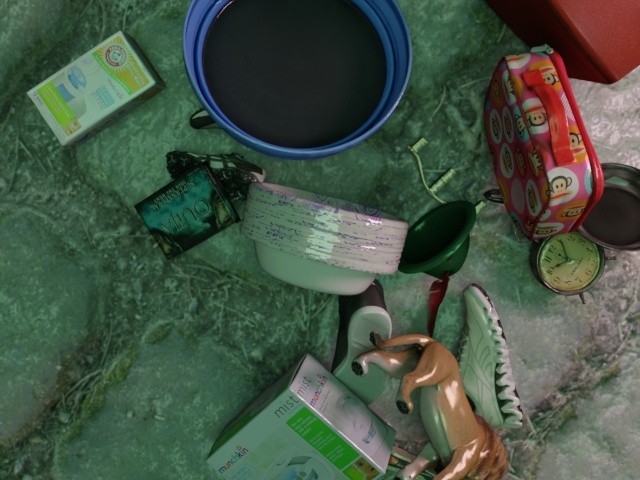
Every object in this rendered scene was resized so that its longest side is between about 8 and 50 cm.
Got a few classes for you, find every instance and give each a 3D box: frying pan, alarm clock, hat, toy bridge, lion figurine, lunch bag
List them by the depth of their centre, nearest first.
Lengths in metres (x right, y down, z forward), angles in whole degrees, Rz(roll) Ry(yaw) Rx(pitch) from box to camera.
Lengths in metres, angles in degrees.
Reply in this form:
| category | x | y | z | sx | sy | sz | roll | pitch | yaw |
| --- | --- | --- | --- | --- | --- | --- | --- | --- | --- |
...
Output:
| category | x | y | z | sx | sy | sz | roll | pitch | yaw |
| --- | --- | --- | --- | --- | --- | --- | --- | --- | --- |
| lunch bag | 0.366 | -0.168 | 1.236 | 0.120 | 0.258 | 0.293 | -12 | 69 | 0 |
| lion figurine | 0.213 | 0.301 | 1.304 | 0.240 | 0.142 | 0.392 | -24 | 104 | -39 |
| frying pan | 0.482 | -0.041 | 1.343 | 0.326 | 0.053 | 0.197 | -15 | 58 | -6 |
| hat | 0.254 | 0.051 | 1.372 | 0.183 | 0.208 | 0.173 | 45 | 55 | -21 |
| toy bridge | 0.228 | -0.111 | 1.392 | 0.063 | 0.026 | 0.188 | -44 | 97 | 6 |
| alarm clock | 0.448 | 0.025 | 1.393 | 0.192 | 0.064 | 0.129 | 32 | 96 | -7 |

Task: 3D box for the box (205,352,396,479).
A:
| category | x | y | z | sx | sy | sz | roll | pitch | yaw |
| --- | --- | --- | --- | --- | --- | --- | --- | --- | --- |
| box | -0.036 | 0.378 | 1.364 | 0.231 | 0.127 | 0.262 | 43 | 118 | -6 |

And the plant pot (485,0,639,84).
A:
| category | x | y | z | sx | sy | sz | roll | pitch | yaw |
| --- | --- | --- | --- | --- | --- | --- | --- | --- | --- |
| plant pot | 0.472 | -0.419 | 1.254 | 0.267 | 0.267 | 0.236 | -38 | 108 | 4 |

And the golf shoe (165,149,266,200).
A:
| category | x | y | z | sx | sy | sz | roll | pitch | yaw |
| --- | --- | --- | --- | --- | --- | --- | --- | --- | --- |
| golf shoe | -0.194 | -0.127 | 1.371 | 0.198 | 0.094 | 0.077 | 20 | 122 | 20 |

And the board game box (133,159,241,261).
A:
| category | x | y | z | sx | sy | sz | roll | pitch | yaw |
| --- | --- | --- | --- | --- | --- | --- | --- | --- | --- |
| board game box | -0.245 | -0.051 | 1.354 | 0.186 | 0.026 | 0.126 | -27 | 97 | 32 |

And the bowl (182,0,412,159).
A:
| category | x | y | z | sx | sy | sz | roll | pitch | yaw |
| --- | --- | --- | --- | --- | --- | --- | --- | --- | --- |
| bowl | -0.041 | -0.321 | 1.278 | 0.391 | 0.077 | 0.391 | 2 | 76 | -8 |

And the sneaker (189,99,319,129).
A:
| category | x | y | z | sx | sy | sz | roll | pitch | yaw |
| --- | --- | --- | --- | --- | --- | --- | --- | --- | --- |
| sneaker | -0.104 | -0.205 | 1.344 | 0.271 | 0.100 | 0.108 | 2 | 102 | -1 |

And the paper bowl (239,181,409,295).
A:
| category | x | y | z | sx | sy | sz | roll | pitch | yaw |
| --- | --- | --- | --- | --- | --- | --- | --- | --- | --- |
| paper bowl | 0.000 | 0.000 | 1.276 | 0.284 | 0.284 | 0.148 | 13 | 98 | -2 |

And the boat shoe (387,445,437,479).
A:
| category | x | y | z | sx | sy | sz | roll | pitch | yaw |
| --- | --- | --- | --- | --- | --- | --- | --- | --- | --- |
| boat shoe | 0.186 | 0.451 | 1.452 | 0.137 | 0.049 | 0.043 | 25 | 99 | -1 |

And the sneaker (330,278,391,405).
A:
| category | x | y | z | sx | sy | sz | roll | pitch | yaw |
| --- | --- | --- | --- | --- | --- | --- | --- | --- | --- |
| sneaker | 0.072 | 0.192 | 1.398 | 0.104 | 0.147 | 0.296 | 6 | 128 | -6 |

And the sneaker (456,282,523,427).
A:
| category | x | y | z | sx | sy | sz | roll | pitch | yaw |
| --- | --- | --- | --- | --- | --- | --- | --- | --- | --- |
| sneaker | 0.301 | 0.227 | 1.400 | 0.118 | 0.110 | 0.292 | -12 | 98 | 11 |

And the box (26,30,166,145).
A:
| category | x | y | z | sx | sy | sz | roll | pitch | yaw |
| --- | --- | --- | --- | --- | --- | --- | --- | --- | --- |
| box | -0.398 | -0.272 | 1.328 | 0.203 | 0.103 | 0.114 | -32 | 97 | 3 |
